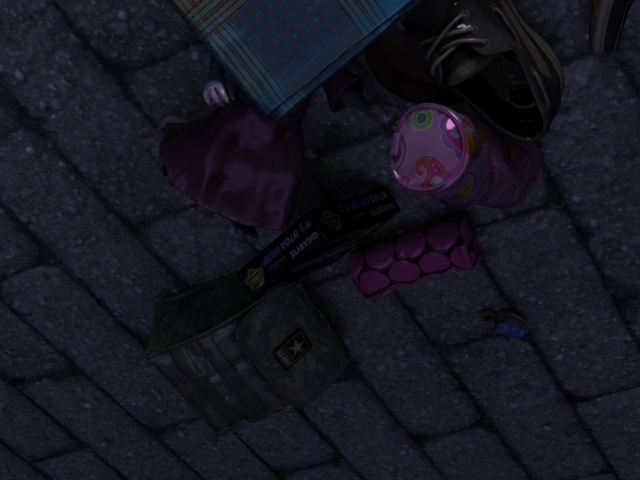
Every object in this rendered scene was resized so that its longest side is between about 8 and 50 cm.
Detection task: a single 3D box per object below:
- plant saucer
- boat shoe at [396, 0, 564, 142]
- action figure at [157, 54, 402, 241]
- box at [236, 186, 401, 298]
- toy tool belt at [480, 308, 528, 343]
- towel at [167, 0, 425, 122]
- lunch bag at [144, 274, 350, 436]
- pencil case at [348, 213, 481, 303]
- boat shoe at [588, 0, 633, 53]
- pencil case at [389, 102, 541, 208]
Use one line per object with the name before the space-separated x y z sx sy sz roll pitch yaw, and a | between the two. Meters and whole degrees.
plant saucer | 0.157 -0.270 1.314 0.199 0.036 0.198 4 134 4
boat shoe | 0.185 -0.255 1.209 0.355 0.130 0.132 35 128 -25
action figure | -0.055 -0.195 1.341 0.248 0.275 0.370 22 113 -21
box | 0.000 0.000 1.484 0.175 0.220 0.051 -39 79 34
toy tool belt | 0.319 0.150 1.689 0.083 0.051 0.052 15 133 -7
towel | -0.073 -0.354 1.126 0.271 0.040 0.370 -39 99 15
lunch bag | -0.116 0.184 1.700 0.287 0.169 0.235 -23 124 17
pencil case | 0.155 0.031 1.569 0.209 0.095 0.098 -18 101 22
boat shoe | 0.387 -0.349 1.168 0.092 0.102 0.285 8 129 5
pencil case | 0.199 -0.108 1.320 0.124 0.124 0.284 -26 166 28
